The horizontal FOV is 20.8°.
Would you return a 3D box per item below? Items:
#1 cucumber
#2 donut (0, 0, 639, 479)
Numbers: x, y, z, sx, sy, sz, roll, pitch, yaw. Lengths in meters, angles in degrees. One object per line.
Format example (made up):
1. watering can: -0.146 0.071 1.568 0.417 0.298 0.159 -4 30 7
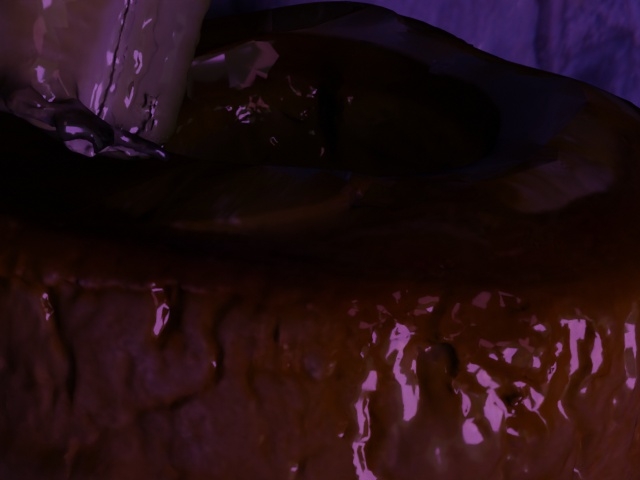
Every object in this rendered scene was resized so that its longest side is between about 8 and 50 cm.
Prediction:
1. cucumber: -0.084 -0.195 0.626 0.105 0.145 0.325 16 86 -62
2. donut: 0.000 0.000 0.708 0.330 0.330 0.160 -18 119 -41
